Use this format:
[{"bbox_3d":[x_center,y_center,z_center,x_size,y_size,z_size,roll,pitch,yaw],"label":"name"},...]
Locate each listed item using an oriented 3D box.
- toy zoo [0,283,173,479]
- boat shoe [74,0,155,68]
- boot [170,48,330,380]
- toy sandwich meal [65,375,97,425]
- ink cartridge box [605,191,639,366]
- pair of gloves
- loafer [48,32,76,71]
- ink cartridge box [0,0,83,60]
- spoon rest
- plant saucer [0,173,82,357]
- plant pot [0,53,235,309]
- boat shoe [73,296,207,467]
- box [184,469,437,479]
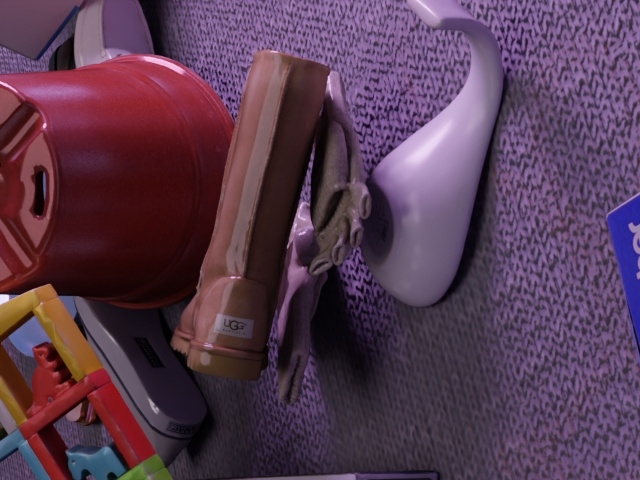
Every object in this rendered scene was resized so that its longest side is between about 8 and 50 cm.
[{"bbox_3d":[-0.258,0.173,1.349,0.192,0.030,0.293,-35,84,26],"label":"toy zoo"},{"bbox_3d":[-0.203,-0.162,1.662,0.096,0.098,0.277,-22,72,47],"label":"boat shoe"},{"bbox_3d":[-0.056,-0.022,1.325,0.236,0.089,0.270,-165,87,-78],"label":"boot"},{"bbox_3d":[-0.282,0.178,1.789,0.085,0.029,0.086,-10,78,55],"label":"toy sandwich meal"},{"bbox_3d":[0.325,0.009,0.685,0.395,0.270,0.151,-37,53,49],"label":"ink cartridge box"},{"bbox_3d":[0.000,0.000,1.319,0.204,0.042,0.240,-95,17,-55],"label":"pair of gloves"},{"bbox_3d":[-0.257,-0.146,1.741,0.084,0.096,0.268,-47,47,35],"label":"loafer"},{"bbox_3d":[-0.312,-0.402,1.737,0.223,0.129,0.308,-41,35,46],"label":"ink cartridge box"},{"bbox_3d":[0.092,-0.070,1.236,0.137,0.084,0.276,54,142,46],"label":"spoon rest"},{"bbox_3d":[-0.333,-0.013,1.878,0.317,0.043,0.318,-9,80,55],"label":"plant saucer"},{"bbox_3d":[-0.256,-0.057,1.481,0.272,0.265,0.273,1,93,28],"label":"plant pot"},{"bbox_3d":[-0.209,0.134,1.636,0.267,0.096,0.088,51,123,36],"label":"boat shoe"},{"bbox_3d":[-0.014,0.289,1.323,0.290,0.087,0.169,-17,72,55],"label":"box"}]
